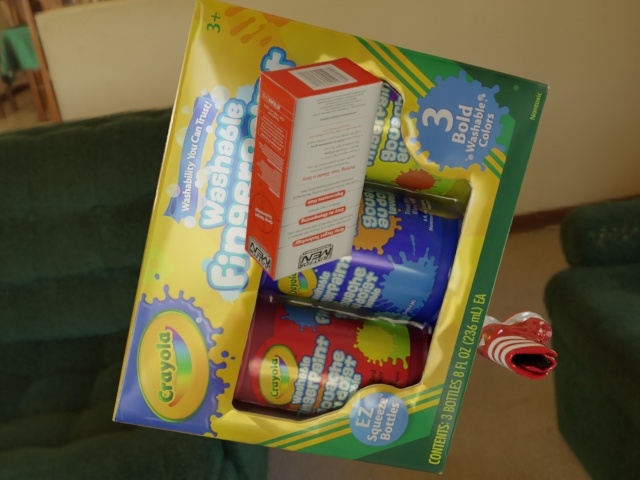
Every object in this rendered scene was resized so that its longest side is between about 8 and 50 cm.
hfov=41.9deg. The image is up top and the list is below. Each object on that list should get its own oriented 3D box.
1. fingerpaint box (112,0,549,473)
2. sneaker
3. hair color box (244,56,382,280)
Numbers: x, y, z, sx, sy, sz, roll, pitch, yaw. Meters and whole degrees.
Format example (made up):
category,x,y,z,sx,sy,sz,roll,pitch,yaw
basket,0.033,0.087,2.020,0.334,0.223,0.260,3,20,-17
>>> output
category,x,y,z,sx,sy,sz,roll,pitch,yaw
fingerpaint box,0.000,0.000,0.925,0.371,0.444,0.163,12,10,-10
sneaker,0.332,0.177,1.326,0.221,0.087,0.128,-1,26,-44
hair color box,-0.008,-0.047,0.568,0.072,0.141,0.043,-17,42,-33
